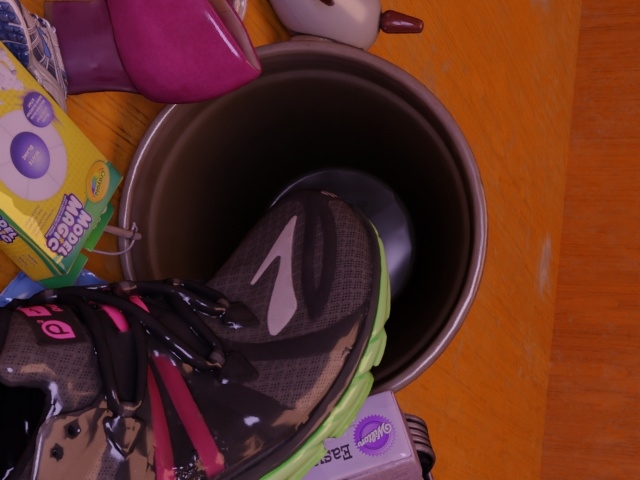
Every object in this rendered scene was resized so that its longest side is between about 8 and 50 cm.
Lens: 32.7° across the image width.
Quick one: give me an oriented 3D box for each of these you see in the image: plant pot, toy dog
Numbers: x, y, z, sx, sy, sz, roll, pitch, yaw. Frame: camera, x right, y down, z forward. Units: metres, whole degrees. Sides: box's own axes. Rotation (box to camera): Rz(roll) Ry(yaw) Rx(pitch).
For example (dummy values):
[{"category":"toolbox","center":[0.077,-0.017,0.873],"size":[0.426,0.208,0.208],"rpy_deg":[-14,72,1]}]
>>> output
[{"category":"plant pot","center":[0.000,0.000,1.059],"size":[0.280,0.323,0.323],"rpy_deg":[31,62,-81]},{"category":"toy dog","center":[0.006,-0.292,1.179],"size":[0.333,0.161,0.220],"rpy_deg":[20,72,-65]}]

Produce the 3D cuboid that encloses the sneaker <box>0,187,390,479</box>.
[{"category":"sneaker","center":[-0.128,0.105,0.753],"size":[0.483,0.185,0.202],"rpy_deg":[-43,121,-29]}]

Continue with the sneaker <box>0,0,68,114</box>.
[{"category":"sneaker","center":[-0.226,-0.149,0.817],"size":[0.135,0.052,0.058],"rpy_deg":[74,18,-48]}]

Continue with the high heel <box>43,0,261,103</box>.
[{"category":"high heel","center":[-0.131,-0.296,0.846],"size":[0.127,0.181,0.377],"rpy_deg":[-30,118,-63]}]

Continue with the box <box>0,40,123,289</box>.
[{"category":"box","center":[-0.216,-0.051,0.788],"size":[0.179,0.043,0.105],"rpy_deg":[53,43,-34]}]

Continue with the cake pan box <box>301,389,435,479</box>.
[{"category":"cake pan box","center":[-0.024,0.231,0.973],"size":[0.246,0.267,0.070],"rpy_deg":[60,11,-65]}]

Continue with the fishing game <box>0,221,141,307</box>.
[{"category":"fishing game","center":[-0.215,0.107,0.858],"size":[0.189,0.041,0.264],"rpy_deg":[9,85,-60]}]
